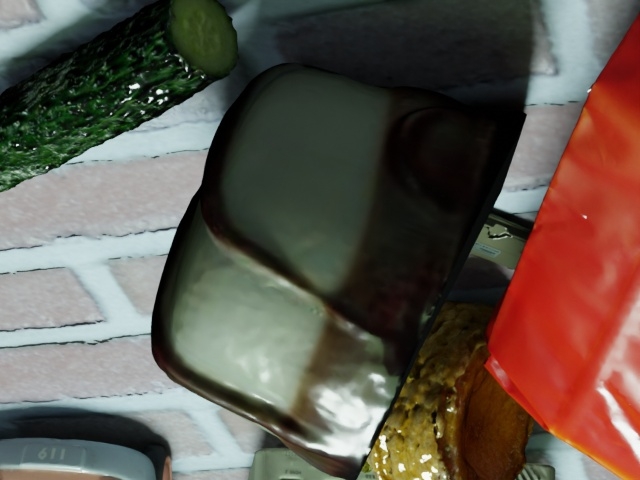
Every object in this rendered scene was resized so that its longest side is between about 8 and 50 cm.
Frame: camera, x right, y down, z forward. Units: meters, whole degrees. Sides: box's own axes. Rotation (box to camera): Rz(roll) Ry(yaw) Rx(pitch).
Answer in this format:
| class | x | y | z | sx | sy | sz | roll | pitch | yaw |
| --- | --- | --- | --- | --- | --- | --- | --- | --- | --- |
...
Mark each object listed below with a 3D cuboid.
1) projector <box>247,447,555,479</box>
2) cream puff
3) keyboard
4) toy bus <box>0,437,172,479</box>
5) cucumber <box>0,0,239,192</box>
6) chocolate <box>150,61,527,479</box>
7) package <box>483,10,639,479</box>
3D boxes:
| class | x | y | z | sx | sy | sz | roll | pitch | yaw |
| --- | --- | --- | --- | --- | --- | --- | --- | --- | --- |
| projector | 0.063 | 0.232 | 1.560 | 0.257 | 0.079 | 0.259 | 4 | 162 | -4 |
| cream puff | 0.065 | 0.132 | 1.379 | 0.169 | 0.183 | 0.183 | 8 | 151 | 33 |
| keyboard | 0.123 | -0.004 | 1.297 | 0.129 | 0.015 | 0.049 | 20 | 148 | -20 |
| toy bus | -0.242 | 0.320 | 1.633 | 0.194 | 0.232 | 0.287 | 5 | 147 | 6 |
| cucumber | -0.176 | -0.087 | 1.175 | 0.293 | 0.067 | 0.067 | -23 | 136 | 37 |
| chocolate | 0.000 | 0.000 | 1.141 | 0.186 | 0.283 | 0.283 | 27 | 145 | 5 |
| package | 0.237 | 0.011 | 1.142 | 0.196 | 0.123 | 0.423 | 34 | 143 | 14 |
